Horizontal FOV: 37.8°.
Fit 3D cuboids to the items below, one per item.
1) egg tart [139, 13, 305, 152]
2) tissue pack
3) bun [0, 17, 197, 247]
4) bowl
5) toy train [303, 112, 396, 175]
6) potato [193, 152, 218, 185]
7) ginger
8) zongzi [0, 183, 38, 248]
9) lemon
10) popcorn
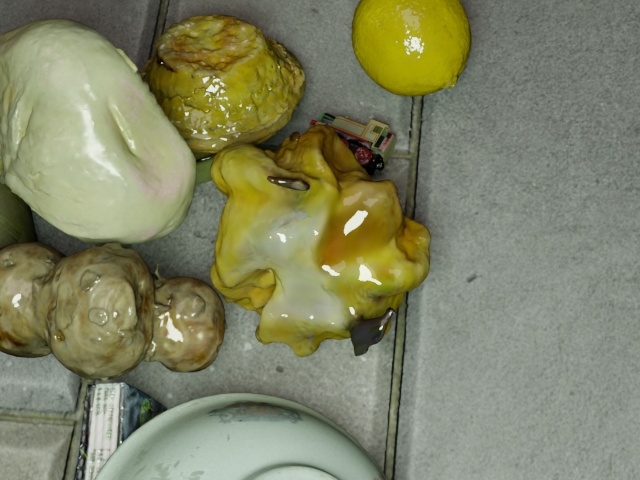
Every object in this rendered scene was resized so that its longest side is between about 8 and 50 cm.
[{"bbox_3d":[-0.162,-0.251,1.411,0.294,0.123,0.294,-2,46,2],"label":"egg tart"},{"bbox_3d":[-0.256,0.313,1.201,0.073,0.173,0.236,-3,66,8],"label":"tissue pack"},{"bbox_3d":[-0.333,-0.129,1.258,0.361,0.361,0.213,40,68,21],"label":"bun"},{"bbox_3d":[-0.052,0.360,1.049,0.434,0.196,0.435,8,65,-18],"label":"bowl"},{"bbox_3d":[0.042,-0.151,1.422,0.138,0.050,0.087,23,68,17],"label":"toy train"},{"bbox_3d":[-0.183,-0.158,1.438,0.149,0.081,0.120,-19,68,0],"label":"potato"},{"bbox_3d":[-0.321,0.090,1.218,0.375,0.256,0.176,6,83,15],"label":"ginger"},{"bbox_3d":[-0.471,-0.070,1.414,0.392,0.174,0.356,27,63,-2],"label":"zongzi"},{"bbox_3d":[0.139,-0.305,1.403,0.178,0.178,0.203,-36,77,-8],"label":"lemon"},{"bbox_3d":[0.000,0.000,1.266,0.297,0.281,0.316,0,107,3],"label":"popcorn"}]
